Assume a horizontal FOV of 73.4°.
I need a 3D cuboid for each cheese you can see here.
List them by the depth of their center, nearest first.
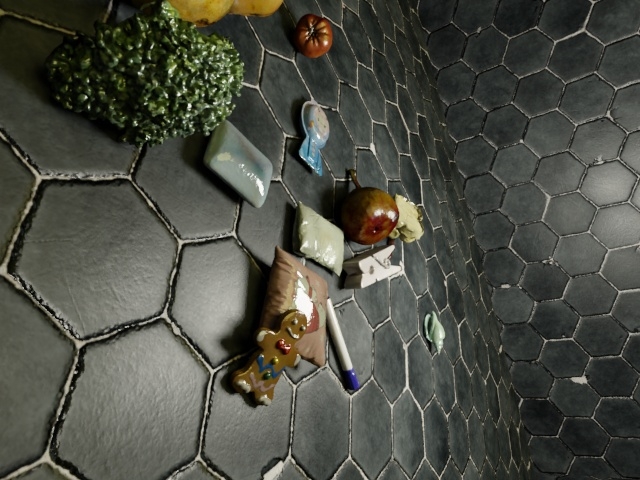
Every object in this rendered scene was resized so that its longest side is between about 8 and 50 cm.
[{"bbox_3d":[-0.019,-0.317,1.276,0.135,0.052,0.244,37,48,-45],"label":"cheese"}]

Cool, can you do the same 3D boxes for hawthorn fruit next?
[{"bbox_3d":[-0.018,-0.637,1.344,0.140,0.125,0.125,-12,88,-57],"label":"hawthorn fruit"}]

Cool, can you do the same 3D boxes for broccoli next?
[{"bbox_3d":[-0.294,-0.294,0.747,0.288,0.248,0.245,22,22,-41],"label":"broccoli"}]

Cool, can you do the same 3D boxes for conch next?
[{"bbox_3d":[0.458,0.378,1.750,0.065,0.088,0.180,110,-25,-64],"label":"conch"}]

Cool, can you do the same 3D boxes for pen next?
[{"bbox_3d":[0.052,0.279,1.166,0.033,0.033,0.268,-27,101,-58],"label":"pen"}]

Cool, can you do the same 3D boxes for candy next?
[{"bbox_3d":[-0.176,-0.170,0.951,0.174,0.071,0.138,42,45,-41],"label":"candy"}]

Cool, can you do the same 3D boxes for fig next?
[{"bbox_3d":[0.152,-0.130,1.352,0.191,0.191,0.290,38,49,-45],"label":"fig"}]

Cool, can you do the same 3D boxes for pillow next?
[{"bbox_3d":[-0.054,0.158,0.998,0.223,0.084,0.236,33,53,-45],"label":"pillow"},{"bbox_3d":[0.000,0.000,1.184,0.230,0.050,0.148,33,57,-52],"label":"pillow"}]

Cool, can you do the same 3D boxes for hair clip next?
[{"bbox_3d":[0.171,0.081,1.381,0.331,0.085,0.101,-14,99,-62],"label":"hair clip"}]

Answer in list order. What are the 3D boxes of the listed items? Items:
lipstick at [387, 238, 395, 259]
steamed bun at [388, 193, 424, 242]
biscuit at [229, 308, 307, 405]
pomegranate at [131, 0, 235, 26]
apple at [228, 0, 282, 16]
[{"bbox_3d":[0.268,0.005,1.623,0.027,0.027,0.176,52,39,-33],"label":"lipstick"},{"bbox_3d":[0.287,-0.079,1.606,0.192,0.106,0.177,23,43,-26],"label":"steamed bun"},{"bbox_3d":[-0.092,0.231,0.882,0.138,0.031,0.205,49,66,-35],"label":"biscuit"},{"bbox_3d":[-0.258,-0.533,0.794,0.260,0.261,0.260,29,54,-50],"label":"pomegranate"},{"bbox_3d":[-0.186,-0.649,1.005,0.242,0.242,0.240,-28,115,-58],"label":"apple"}]
